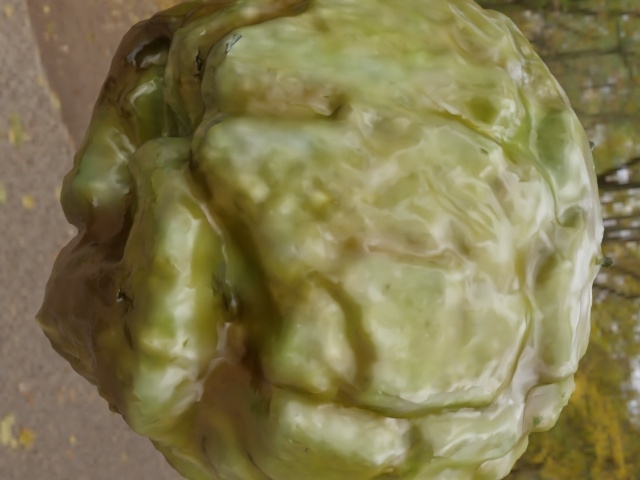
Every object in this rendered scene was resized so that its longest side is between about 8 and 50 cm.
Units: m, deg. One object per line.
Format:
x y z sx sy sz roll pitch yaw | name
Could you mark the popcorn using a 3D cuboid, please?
0.008 -0.004 0.627 0.282 0.247 0.282 16 90 -90 | popcorn
